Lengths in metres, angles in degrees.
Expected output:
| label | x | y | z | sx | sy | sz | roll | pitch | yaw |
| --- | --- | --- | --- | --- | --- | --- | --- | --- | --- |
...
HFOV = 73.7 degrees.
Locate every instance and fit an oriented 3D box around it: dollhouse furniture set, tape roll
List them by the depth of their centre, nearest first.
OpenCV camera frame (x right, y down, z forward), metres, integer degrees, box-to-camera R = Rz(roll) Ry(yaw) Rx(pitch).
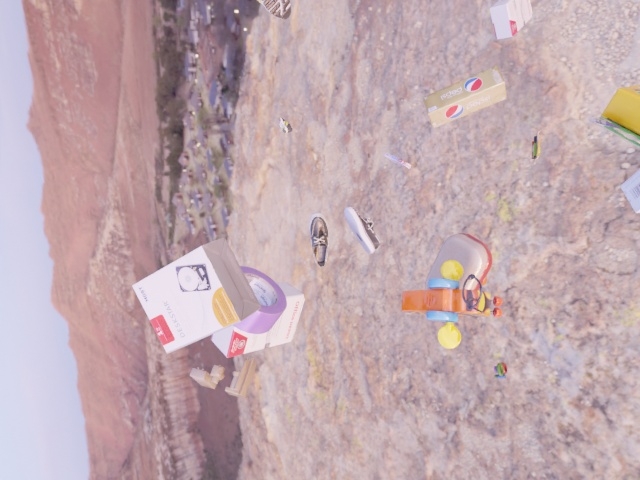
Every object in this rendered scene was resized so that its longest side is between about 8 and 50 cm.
| label | x | y | z | sx | sy | sz | roll | pitch | yaw |
| --- | --- | --- | --- | --- | --- | --- | --- | --- | --- |
| tape roll | -0.193 | 0.163 | 1.189 | 0.080 | 0.189 | 0.189 | -53 | 48 | 21 |
| dollhouse furniture set | -0.311 | 0.420 | 1.396 | 0.144 | 0.151 | 0.123 | 79 | -156 | -55 |

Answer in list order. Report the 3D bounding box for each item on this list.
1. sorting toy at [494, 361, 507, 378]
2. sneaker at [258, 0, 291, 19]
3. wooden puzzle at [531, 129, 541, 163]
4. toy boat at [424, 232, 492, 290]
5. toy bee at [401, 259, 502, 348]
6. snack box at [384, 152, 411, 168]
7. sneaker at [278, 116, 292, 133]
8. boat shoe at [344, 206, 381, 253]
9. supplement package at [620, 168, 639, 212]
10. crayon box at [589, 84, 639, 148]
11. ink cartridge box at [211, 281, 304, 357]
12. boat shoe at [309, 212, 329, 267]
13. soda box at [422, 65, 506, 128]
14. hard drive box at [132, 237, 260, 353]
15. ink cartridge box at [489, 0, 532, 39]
| label | x | y | z | sx | sy | sz | roll | pitch | yaw |
| --- | --- | --- | --- | --- | --- | --- | --- | --- | --- |
| sorting toy | 0.704 | 0.514 | 1.690 | 0.042 | 0.102 | 0.061 | -16 | 70 | 37 |
| sneaker | -0.172 | -0.761 | 1.299 | 0.208 | 0.081 | 0.094 | 42 | -175 | -19 |
| wooden puzzle | 0.528 | -0.228 | 1.050 | 0.014 | 0.116 | 0.079 | 6 | 86 | 21 |
| toy boat | 0.395 | 0.101 | 1.170 | 0.151 | 0.151 | 0.231 | 47 | 120 | 53 |
| toy bee | 0.321 | 0.155 | 0.979 | 0.298 | 0.162 | 0.195 | -145 | 68 | -71 |
| snack box | 0.412 | -0.429 | 2.295 | 0.022 | 0.064 | 0.178 | -58 | 32 | 8 |
| sneaker | -0.129 | -0.423 | 1.577 | 0.083 | 0.035 | 0.031 | 66 | 150 | 32 |
| boat shoe | 0.230 | -0.070 | 2.236 | 0.306 | 0.105 | 0.113 | 56 | 165 | -25 |
| supplement package | 0.993 | -0.149 | 1.222 | 0.105 | 0.179 | 0.105 | 103 | 164 | -57 |
| crayon box | 0.863 | -0.308 | 1.059 | 0.203 | 0.323 | 0.083 | 52 | 147 | 35 |
| ink cartridge box | -0.206 | 0.257 | 1.439 | 0.114 | 0.273 | 0.197 | 31 | 112 | 40 |
| boat shoe | 0.000 | 0.000 | 1.685 | 0.070 | 0.077 | 0.219 | -97 | 0 | -67 |
| soda box | 0.345 | -0.342 | 1.027 | 0.061 | 0.181 | 0.058 | 43 | -146 | -54 |
| hard drive box | -0.279 | 0.126 | 0.960 | 0.232 | 0.089 | 0.181 | -27 | 91 | 26 |
| ink cartridge box | 0.647 | -0.771 | 1.448 | 0.063 | 0.150 | 0.109 | 13 | 141 | 49 |
